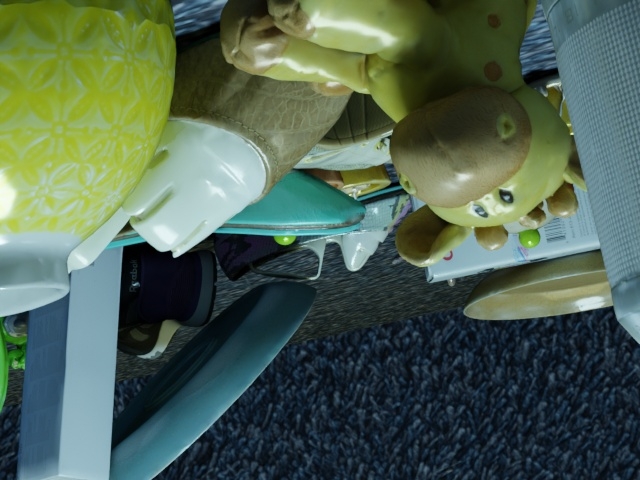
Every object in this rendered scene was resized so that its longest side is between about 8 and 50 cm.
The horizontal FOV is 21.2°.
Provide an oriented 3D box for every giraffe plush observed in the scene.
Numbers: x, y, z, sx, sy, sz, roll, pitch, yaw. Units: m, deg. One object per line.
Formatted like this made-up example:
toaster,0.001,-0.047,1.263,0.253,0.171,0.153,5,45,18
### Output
giraffe plush,0.070,-0.080,0.948,0.210,0.170,0.181,-7,164,-40

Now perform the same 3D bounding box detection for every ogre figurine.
ogre figurine,-0.349,0.086,1.850,0.118,0.096,0.197,4,160,13

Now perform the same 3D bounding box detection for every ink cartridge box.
ink cartridge box,0.172,-0.040,1.598,0.175,0.127,0.072,-11,174,-1

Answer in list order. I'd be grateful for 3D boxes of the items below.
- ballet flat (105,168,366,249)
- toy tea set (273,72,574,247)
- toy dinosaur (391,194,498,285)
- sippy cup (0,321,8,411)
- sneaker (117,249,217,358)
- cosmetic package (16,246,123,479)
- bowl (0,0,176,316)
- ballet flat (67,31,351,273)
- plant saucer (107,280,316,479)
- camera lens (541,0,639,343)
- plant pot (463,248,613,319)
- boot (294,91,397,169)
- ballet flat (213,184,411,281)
ballet flat,-0.090,-0.041,1.312,0.247,0.087,0.083,-4,-173,16
toy tea set,0.092,-0.046,1.441,0.336,0.124,0.200,-11,172,-11
toy dinosaur,0.213,-0.038,1.707,0.296,0.127,0.200,-2,168,-32
sippy cup,-0.416,0.095,1.311,0.305,0.224,0.240,-5,169,-41
sneaker,-0.216,0.061,1.916,0.124,0.107,0.283,7,162,-20
cosmetic package,-0.247,0.124,1.688,0.060,0.239,0.099,14,160,-34
bowl,-0.210,-0.036,0.958,0.289,0.156,0.289,-12,172,-2
ballet flat,-0.127,-0.039,1.118,0.342,0.124,0.116,-14,133,35
plant saucer,-0.131,0.147,1.737,0.317,0.044,0.317,-44,-173,7
camera lens,0.230,-0.085,0.840,0.219,0.274,0.219,-12,172,-2
plant pot,0.259,0.040,1.727,0.236,0.032,0.236,-7,167,-2
boot,0.024,-0.092,1.197,0.213,0.077,0.165,-11,173,34
ballet flat,0.000,0.000,1.789,0.222,0.079,0.077,-12,171,-1
